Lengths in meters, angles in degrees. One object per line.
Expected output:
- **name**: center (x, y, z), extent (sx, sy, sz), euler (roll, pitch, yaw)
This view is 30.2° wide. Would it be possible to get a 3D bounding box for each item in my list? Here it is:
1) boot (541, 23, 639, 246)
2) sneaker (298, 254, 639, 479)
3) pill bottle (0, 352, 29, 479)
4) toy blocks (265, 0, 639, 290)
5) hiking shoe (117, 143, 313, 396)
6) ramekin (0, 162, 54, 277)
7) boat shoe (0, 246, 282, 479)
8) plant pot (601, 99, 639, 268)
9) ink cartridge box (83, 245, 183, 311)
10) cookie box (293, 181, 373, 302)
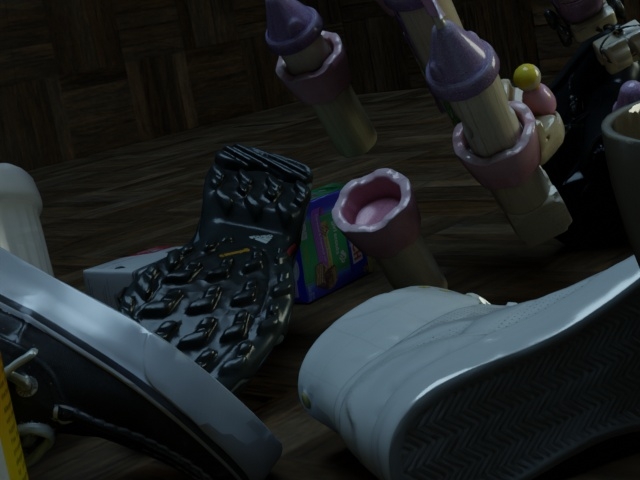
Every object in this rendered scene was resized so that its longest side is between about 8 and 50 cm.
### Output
- **boot**: center (0.239, -0.067, 1.155), extent (0.094, 0.246, 0.207), euler (24, 45, -5)
- **sneaker**: center (0.131, 0.051, 0.686), extent (0.293, 0.108, 0.169), euler (-16, 15, -20)
- **pill bottle**: center (-0.199, 0.086, 0.537), extent (0.118, 0.208, 0.117), euler (-10, 11, 2)
- **toy blocks**: center (0.114, -0.164, 0.964), extent (0.309, 0.260, 0.288), euler (-28, 42, 6)
- **hiking shoe**: center (-0.070, 0.056, 0.879), extent (0.113, 0.132, 0.304), euler (16, 37, 8)
- **ramekin**: center (-0.301, 0.060, 0.805), extent (0.273, 0.127, 0.273), euler (-23, -5, -2)
- **boat shoe**: center (-0.170, 0.070, 0.645), extent (0.105, 0.306, 0.113), euler (-60, 10, -19)
- **plant pot**: center (0.267, 0.026, 0.474), extent (0.284, 0.190, 0.284), euler (-9, 12, 2)
- **ink cartridge box**: center (-0.137, 0.042, 1.100), extent (0.135, 0.056, 0.099), euler (-1, 14, 41)
- **cookie box**: center (0.000, 0.000, 1.099), extent (0.040, 0.091, 0.107), euler (2, 16, 36)
